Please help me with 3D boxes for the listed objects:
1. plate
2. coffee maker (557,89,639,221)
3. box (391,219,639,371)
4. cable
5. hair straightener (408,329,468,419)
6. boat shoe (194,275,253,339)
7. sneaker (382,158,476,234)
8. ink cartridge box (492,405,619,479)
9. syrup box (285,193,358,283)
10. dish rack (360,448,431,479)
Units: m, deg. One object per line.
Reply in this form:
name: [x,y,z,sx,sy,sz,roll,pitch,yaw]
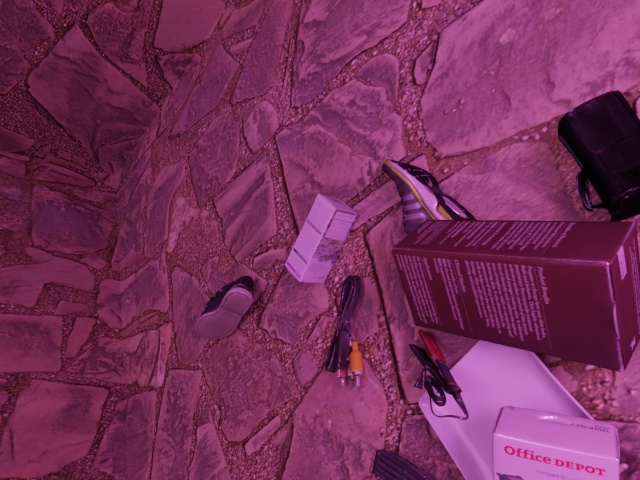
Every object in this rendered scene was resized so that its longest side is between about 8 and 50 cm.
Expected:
plate: [0.350,0.340,0.866,0.277,0.045,0.278,-55,47,25]
coffee maker: [0.474,-0.145,0.732,0.171,0.120,0.179,81,173,-63]
box: [0.329,0.072,0.815,0.381,0.143,0.191,6,123,50]
cable: [0.073,0.241,1.216,0.139,0.072,0.288,-32,45,60]
hair straightener: [0.235,0.285,0.948,0.089,0.047,0.230,-59,25,17]
boat shoe: [-0.332,0.231,1.620,0.340,0.127,0.113,-51,19,39]
sneaker: [0.220,-0.080,1.055,0.121,0.110,0.300,-58,43,29]
ink cartridge box: [0.365,0.403,0.722,0.171,0.100,0.238,0,97,31]
syrup box: [0.000,0.000,1.295,0.096,0.093,0.237,45,116,43]
dish rack: [0.152,0.618,1.015,0.208,0.074,0.272,13,92,48]
